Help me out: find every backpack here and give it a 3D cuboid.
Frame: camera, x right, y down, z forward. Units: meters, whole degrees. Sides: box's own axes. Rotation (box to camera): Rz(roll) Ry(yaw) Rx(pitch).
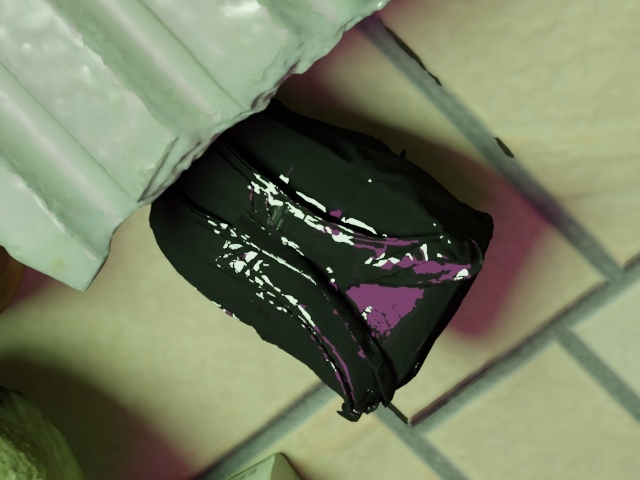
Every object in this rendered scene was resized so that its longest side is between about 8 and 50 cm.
[{"bbox_3d":[0.001,-0.004,0.976,0.165,0.106,0.120,40,112,13],"label":"backpack"}]

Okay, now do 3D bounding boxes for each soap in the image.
[{"bbox_3d":[-0.126,-0.172,0.878,0.257,0.159,0.302,-37,106,30],"label":"soap"}]

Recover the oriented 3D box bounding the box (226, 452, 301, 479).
[{"bbox_3d":[-0.088,0.254,1.138,0.259,0.071,0.168,-32,108,15],"label":"box"}]

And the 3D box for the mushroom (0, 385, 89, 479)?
[{"bbox_3d":[-0.281,0.137,1.060,0.344,0.247,0.130,-7,78,20],"label":"mushroom"}]

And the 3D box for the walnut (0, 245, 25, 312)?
[{"bbox_3d":[-0.257,-0.019,0.983,0.213,0.213,0.213,6,120,11],"label":"walnut"}]
